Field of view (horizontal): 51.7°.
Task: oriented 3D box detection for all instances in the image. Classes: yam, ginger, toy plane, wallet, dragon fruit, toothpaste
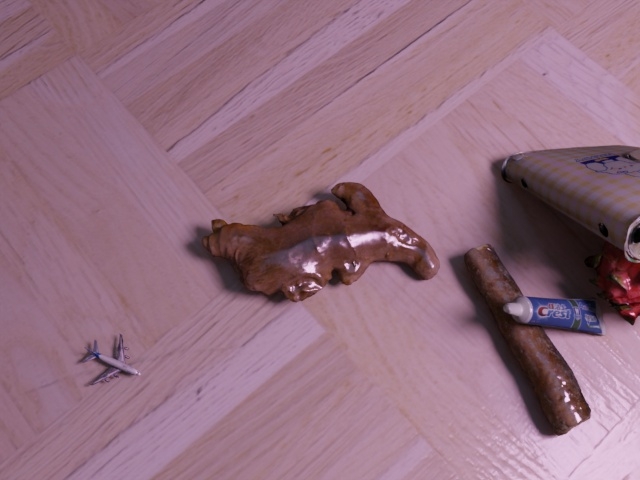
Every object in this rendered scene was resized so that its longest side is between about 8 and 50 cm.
[{"bbox_3d":[0.280,0.130,0.910,0.061,0.061,0.274,-21,67,-10],"label":"yam"},{"bbox_3d":[-0.002,0.001,0.949,0.333,0.080,0.166,-11,78,-2],"label":"ginger"},{"bbox_3d":[-0.282,0.166,0.899,0.084,0.024,0.078,25,67,3],"label":"toy plane"},{"bbox_3d":[0.419,-0.072,0.902,0.223,0.077,0.309,-13,25,-7],"label":"wallet"},{"bbox_3d":[0.469,0.022,0.928,0.236,0.135,0.137,-32,78,-39],"label":"dragon fruit"},{"bbox_3d":[0.322,0.098,0.898,0.197,0.035,0.057,8,64,-31],"label":"toothpaste"}]
